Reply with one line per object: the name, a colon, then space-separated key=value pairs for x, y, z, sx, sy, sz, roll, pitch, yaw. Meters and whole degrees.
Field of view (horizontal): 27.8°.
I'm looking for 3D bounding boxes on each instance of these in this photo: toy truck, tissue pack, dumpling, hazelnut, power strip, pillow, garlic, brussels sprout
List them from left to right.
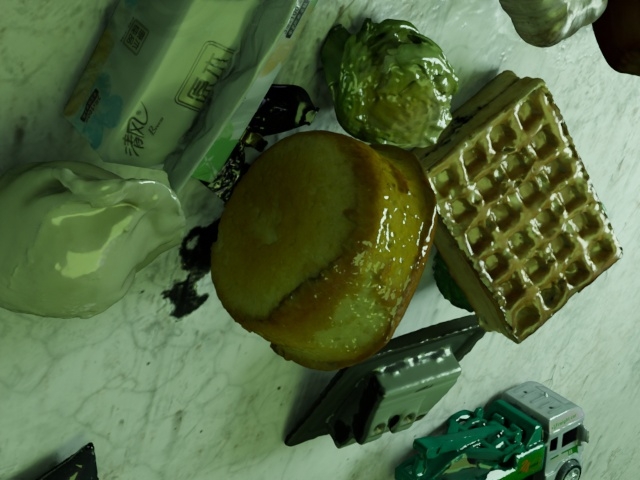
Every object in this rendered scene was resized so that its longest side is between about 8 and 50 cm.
pillow: x=-0.313 y=0.341 z=1.559 sx=0.141 sy=0.055 sz=0.208 roll=-39 pitch=147 yaw=-27
dumpling: x=-0.224 y=0.002 z=1.203 sx=0.193 sy=0.147 sz=0.258 roll=8 pitch=152 yaw=-32
tissue pack: x=-0.103 y=-0.165 z=1.194 sx=0.159 sy=0.145 sz=0.229 roll=11 pitch=116 yaw=-52
brussels sprout: x=0.078 y=-0.170 z=1.434 sx=0.139 sy=0.100 sz=0.181 roll=-42 pitch=148 yaw=10
power strip: x=0.104 y=0.214 z=1.797 sx=0.257 sy=0.092 sz=0.251 roll=-12 pitch=145 yaw=-34
toy truck: x=0.280 y=0.357 z=2.118 sx=0.363 sy=0.176 sz=0.178 roll=-14 pitch=122 yaw=-37
garlic: x=0.271 y=-0.303 z=1.504 sx=0.147 sy=0.102 sz=0.159 roll=36 pitch=84 yaw=-42
hazelnut: x=0.435 y=-0.307 z=1.618 sx=0.208 sy=0.208 sz=0.208 roll=-28 pitch=142 yaw=-25

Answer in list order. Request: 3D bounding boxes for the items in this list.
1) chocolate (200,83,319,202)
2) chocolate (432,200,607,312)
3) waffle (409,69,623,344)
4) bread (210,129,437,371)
chocolate: x=-0.072 y=-0.108 z=1.358 sx=0.147 sy=0.072 sz=0.070 roll=-41 pitch=168 yaw=-1
chocolate: x=0.299 y=0.006 z=1.848 sx=0.291 sy=0.110 sz=0.110 roll=-23 pitch=139 yaw=-34
waffle: x=0.244 y=-0.036 z=1.655 sx=0.213 sy=0.091 sz=0.308 roll=-39 pitch=120 yaw=-10
bread: x=0.000 y=0.000 z=1.399 sx=0.146 sy=0.268 sz=0.268 roll=28 pitch=102 yaw=-43
